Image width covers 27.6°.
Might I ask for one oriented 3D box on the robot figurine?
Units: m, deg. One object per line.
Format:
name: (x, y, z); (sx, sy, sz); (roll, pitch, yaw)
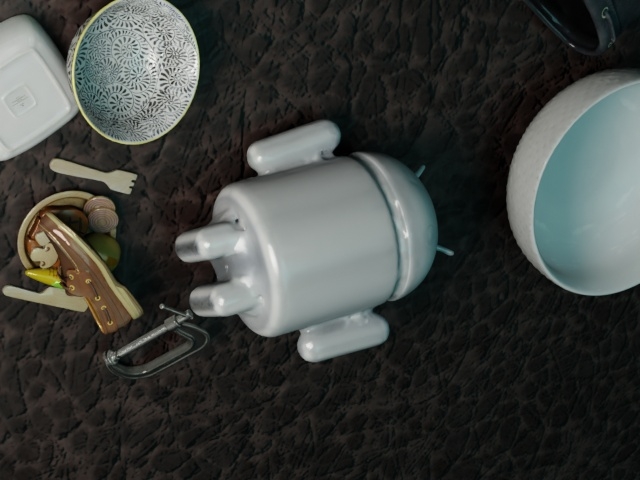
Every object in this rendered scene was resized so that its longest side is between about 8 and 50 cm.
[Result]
robot figurine: (0.000, 0.000, 1.656); (0.353, 0.200, 0.300); (-15, 96, -23)

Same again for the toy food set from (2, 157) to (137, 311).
toy food set: (-0.300, 0.000, 1.582); (0.132, 0.038, 0.192); (13, 107, -34)

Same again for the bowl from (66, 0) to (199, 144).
bowl: (-0.228, -0.200, 1.488); (0.170, 0.080, 0.170); (-15, 114, -38)

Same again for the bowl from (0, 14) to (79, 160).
bowl: (-0.344, -0.165, 1.466); (0.142, 0.053, 0.142); (-36, 127, -12)

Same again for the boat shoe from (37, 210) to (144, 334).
boat shoe: (-0.281, 0.042, 1.551); (0.060, 0.064, 0.178); (-40, 121, -9)

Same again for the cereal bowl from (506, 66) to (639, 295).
cereal bowl: (0.403, -0.096, 1.880); (0.339, 0.141, 0.339); (-13, 119, -24)

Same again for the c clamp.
c clamp: (-0.215, 0.131, 1.664); (0.161, 0.022, 0.137); (-33, 148, 23)

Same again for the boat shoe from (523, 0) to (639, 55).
boat shoe: (0.250, -0.383, 1.624); (0.500, 0.187, 0.156); (28, 92, -42)
